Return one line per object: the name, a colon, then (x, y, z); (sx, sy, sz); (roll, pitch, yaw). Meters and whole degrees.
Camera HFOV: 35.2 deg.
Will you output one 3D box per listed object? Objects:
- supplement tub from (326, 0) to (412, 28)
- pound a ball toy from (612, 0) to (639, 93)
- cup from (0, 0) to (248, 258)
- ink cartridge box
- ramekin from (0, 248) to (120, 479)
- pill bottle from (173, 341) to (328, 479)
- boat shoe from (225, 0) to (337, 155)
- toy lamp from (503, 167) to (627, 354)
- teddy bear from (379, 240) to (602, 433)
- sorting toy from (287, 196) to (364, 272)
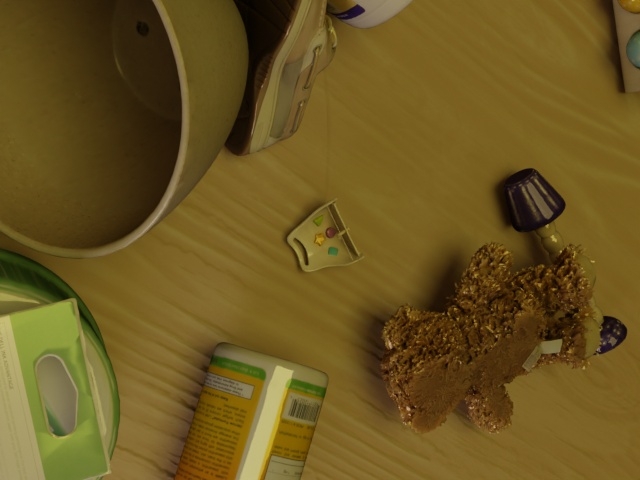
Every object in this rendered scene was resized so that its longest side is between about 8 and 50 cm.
supplement tub: (-0.018, -0.415, 1.109); (0.331, 0.241, 0.241); (29, 77, -25)
pound a ball toy: (0.491, -0.376, 1.391); (0.135, 0.208, 0.319); (-13, 97, -27)
cup: (-0.203, -0.178, 1.000); (0.237, 0.331, 0.331); (-37, 109, -56)
ink cartridge box: (-0.316, 0.152, 0.871); (0.235, 0.056, 0.171); (-14, 101, -23)
ramekin: (-0.341, 0.160, 0.973); (0.303, 0.148, 0.303); (-2, 96, -23)
pill bottle: (-0.088, 0.249, 1.133); (0.136, 0.136, 0.246); (21, 81, -26)
boat shoe: (-0.037, -0.222, 1.103); (0.098, 0.302, 0.109); (-17, 54, -33)
toy lamp: (0.332, 0.027, 1.385); (0.080, 0.080, 0.275); (-38, 109, -22)
teddy bear: (0.222, 0.121, 1.295); (0.338, 0.113, 0.245); (-34, 122, -13)
sorting toy: (0.000, 0.000, 1.234); (0.075, 0.045, 0.083); (-30, 104, -17)
